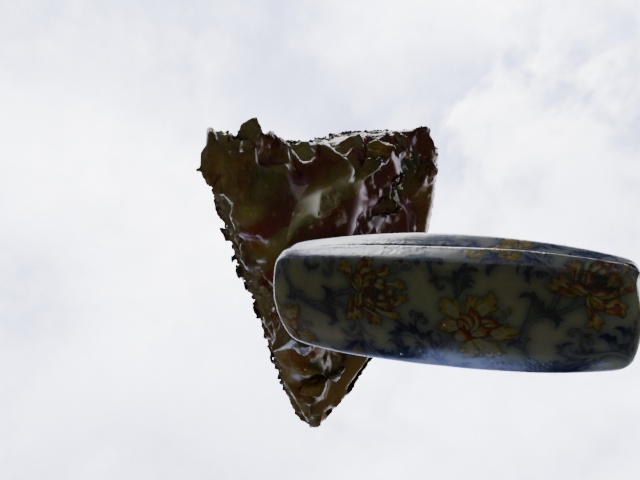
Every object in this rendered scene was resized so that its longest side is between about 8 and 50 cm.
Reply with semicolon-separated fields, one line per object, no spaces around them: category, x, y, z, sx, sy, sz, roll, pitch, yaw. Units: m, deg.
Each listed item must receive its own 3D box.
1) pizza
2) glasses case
pizza;0.000;0.000;0.946;0.130;0.406;0.440;13;-103;39
glasses case;0.086;0.040;0.520;0.248;0.065;0.087;4;-58;23
